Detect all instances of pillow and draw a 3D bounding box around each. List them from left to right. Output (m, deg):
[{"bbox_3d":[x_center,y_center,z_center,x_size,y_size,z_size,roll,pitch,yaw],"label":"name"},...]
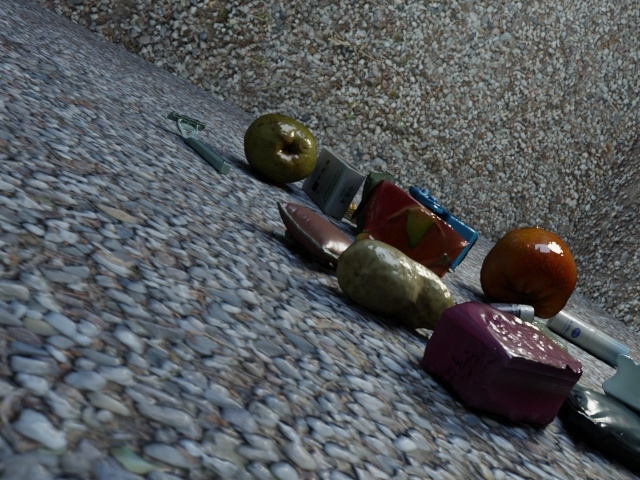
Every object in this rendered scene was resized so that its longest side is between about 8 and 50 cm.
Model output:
[{"bbox_3d":[0.000,0.000,1.410,0.171,0.075,0.179,26,13,-49],"label":"pillow"}]

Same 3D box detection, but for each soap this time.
[{"bbox_3d":[0.317,0.207,1.174,0.324,0.127,0.220,22,15,-39],"label":"soap"},{"bbox_3d":[0.672,0.332,1.405,0.159,0.088,0.265,29,-7,34],"label":"soap"}]

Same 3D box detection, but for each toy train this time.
[{"bbox_3d":[0.368,-0.039,2.268,0.265,0.188,0.300,33,9,-8],"label":"toy train"}]

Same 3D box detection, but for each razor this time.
[{"bbox_3d":[-0.309,-0.246,1.815,0.111,0.056,0.278,17,24,-44],"label":"razor"}]

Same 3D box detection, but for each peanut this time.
[{"bbox_3d":[0.144,0.090,1.276,0.253,0.122,0.137,29,19,-28],"label":"peanut"}]

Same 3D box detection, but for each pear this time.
[{"bbox_3d":[-0.111,-0.260,1.992,0.228,0.188,0.211,29,8,-17],"label":"pear"}]

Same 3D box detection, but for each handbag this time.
[{"bbox_3d":[0.566,0.361,1.273,0.332,0.075,0.192,31,13,-11],"label":"handbag"}]

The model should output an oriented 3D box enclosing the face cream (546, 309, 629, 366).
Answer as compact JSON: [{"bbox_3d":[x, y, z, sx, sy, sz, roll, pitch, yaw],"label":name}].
[{"bbox_3d":[0.848,0.307,2.199,0.250,0.077,0.077,30,11,7],"label":"face cream"}]

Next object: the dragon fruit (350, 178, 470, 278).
[{"bbox_3d":[0.214,-0.003,1.737,0.290,0.189,0.290,37,7,-5],"label":"dragon fruit"}]

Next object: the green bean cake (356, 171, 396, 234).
[{"bbox_3d":[0.159,-0.097,1.955,0.094,0.185,0.183,11,14,0],"label":"green bean cake"}]

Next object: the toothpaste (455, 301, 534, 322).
[{"bbox_3d":[0.442,0.179,1.758,0.193,0.045,0.071,6,16,-10],"label":"toothpaste"}]

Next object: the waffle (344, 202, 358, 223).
[{"bbox_3d":[0.115,-0.078,2.141,0.148,0.042,0.102,29,13,-4],"label":"waffle"}]

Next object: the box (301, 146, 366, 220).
[{"bbox_3d":[0.036,-0.176,2.091,0.067,0.155,0.243,26,13,-26],"label":"box"}]

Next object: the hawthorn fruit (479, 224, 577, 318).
[{"bbox_3d":[0.626,0.076,2.062,0.276,0.298,0.277,13,-34,9],"label":"hawthorn fruit"}]

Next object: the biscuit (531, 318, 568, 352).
[{"bbox_3d":[0.566,0.248,1.824,0.147,0.046,0.250,28,11,-13],"label":"biscuit"}]
